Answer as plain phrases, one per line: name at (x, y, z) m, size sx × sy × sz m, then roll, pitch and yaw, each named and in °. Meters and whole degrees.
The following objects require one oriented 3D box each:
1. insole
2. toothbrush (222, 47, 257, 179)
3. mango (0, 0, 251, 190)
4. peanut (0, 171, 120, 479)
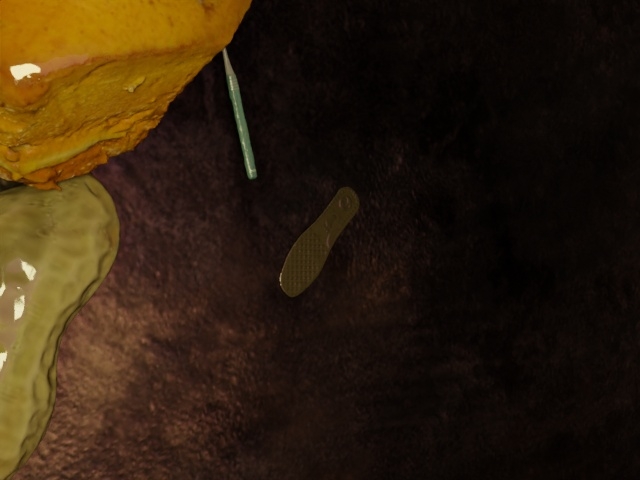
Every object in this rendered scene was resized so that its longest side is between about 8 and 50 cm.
insole at (0.000, 0.000, 0.950) m, size 0.045 × 0.002 × 0.135 m, roll 49°, pitch 64°, yaw -28°
toothbrush at (-0.079, -0.139, 0.879) m, size 0.011 × 0.014 × 0.167 m, roll -21°, pitch 104°, yaw -43°
mango at (-0.158, -0.182, 0.716) m, size 0.350 × 0.201 × 0.199 m, roll -52°, pitch 136°, yaw -33°
peanut at (-0.243, 0.074, 0.704) m, size 0.136 × 0.120 × 0.298 m, roll 46°, pitch 62°, yaw -54°
